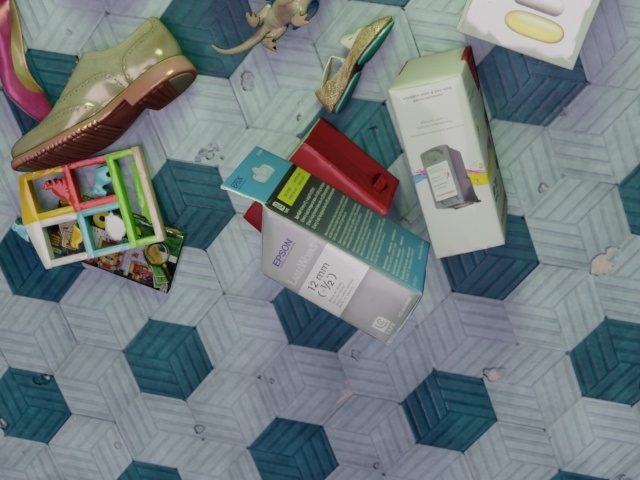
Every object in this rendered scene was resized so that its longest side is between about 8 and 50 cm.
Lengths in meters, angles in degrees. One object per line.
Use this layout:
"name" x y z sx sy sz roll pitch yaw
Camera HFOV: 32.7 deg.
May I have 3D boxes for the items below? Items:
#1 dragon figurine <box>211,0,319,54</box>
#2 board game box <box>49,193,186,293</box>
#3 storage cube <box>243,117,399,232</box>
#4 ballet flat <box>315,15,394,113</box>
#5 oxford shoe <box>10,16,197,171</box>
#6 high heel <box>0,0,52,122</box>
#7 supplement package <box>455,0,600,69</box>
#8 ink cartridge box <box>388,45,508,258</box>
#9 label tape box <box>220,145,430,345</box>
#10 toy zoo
"dragon figurine" -0.058 -0.407 1.908 0.085 0.144 0.289 47 131 -11
"board game box" -0.405 0.001 2.166 0.260 0.030 0.136 20 111 2
"storage cube" 0.003 -0.074 1.976 0.193 0.183 0.215 40 113 -6
"ballet flat" 0.053 -0.321 1.934 0.067 0.073 0.206 37 110 10
"oxford shoe" -0.419 -0.261 2.017 0.397 0.140 0.146 -30 81 9
"high heel" -0.552 -0.336 2.042 0.117 0.082 0.244 -35 97 11
"supplement package" 0.353 -0.414 1.795 0.203 0.149 0.194 19 113 4
"ink cartridge box" 0.227 -0.156 1.879 0.131 0.226 0.306 -13 110 16
"label tape box" 0.000 0.000 1.768 0.348 0.249 0.115 28 110 -1
"toy zoo" -0.463 -0.059 2.118 0.293 0.030 0.192 -13 99 8
